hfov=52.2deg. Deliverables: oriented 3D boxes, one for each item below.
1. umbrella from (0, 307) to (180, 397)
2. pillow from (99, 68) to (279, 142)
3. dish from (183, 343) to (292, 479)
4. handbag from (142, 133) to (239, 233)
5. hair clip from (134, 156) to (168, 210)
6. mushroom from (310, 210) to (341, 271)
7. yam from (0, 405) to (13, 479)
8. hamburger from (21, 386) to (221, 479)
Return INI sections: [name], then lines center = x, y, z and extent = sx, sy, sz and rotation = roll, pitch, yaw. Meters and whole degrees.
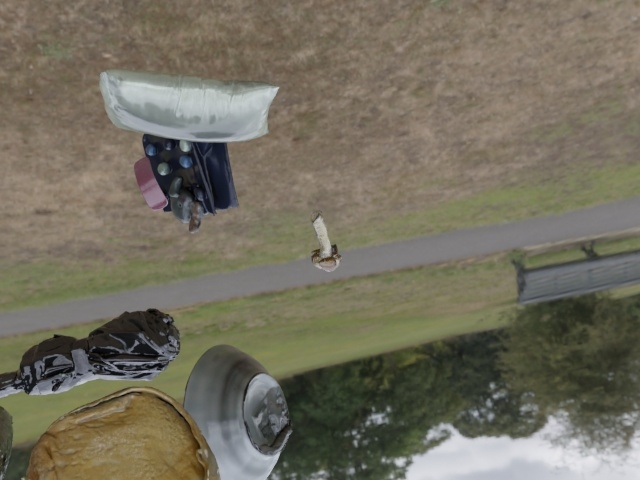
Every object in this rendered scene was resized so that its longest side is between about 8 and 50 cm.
[umbrella]
center = -0.382, 0.191, 1.005
extent = 0.340, 0.118, 0.118
rotation = -19, 167, 3
[pillow]
center = -0.189, -0.199, 0.960
extent = 0.254, 0.078, 0.144
rotation = 3, 158, -15
[dish]
center = -0.146, 0.364, 1.352
extent = 0.106, 0.316, 0.316
rotation = -17, 167, 25
[handbag]
center = -0.340, -0.161, 1.663
extent = 0.118, 0.268, 0.326
rotation = -19, -168, -32
[hair clip]
center = -0.428, -0.142, 1.639
extent = 0.054, 0.137, 0.022
rotation = -24, 179, 19
[mushroom]
center = 0.000, 0.000, 1.295
extent = 0.061, 0.060, 0.187
rotation = -18, 142, 1
[yam]
center = -0.672, 0.420, 1.248
extent = 0.154, 0.153, 0.254
rotation = -12, -153, -4
[hamburger]
center = -0.251, 0.327, 0.869
extent = 0.286, 0.243, 0.146
rotation = 18, 142, 4
